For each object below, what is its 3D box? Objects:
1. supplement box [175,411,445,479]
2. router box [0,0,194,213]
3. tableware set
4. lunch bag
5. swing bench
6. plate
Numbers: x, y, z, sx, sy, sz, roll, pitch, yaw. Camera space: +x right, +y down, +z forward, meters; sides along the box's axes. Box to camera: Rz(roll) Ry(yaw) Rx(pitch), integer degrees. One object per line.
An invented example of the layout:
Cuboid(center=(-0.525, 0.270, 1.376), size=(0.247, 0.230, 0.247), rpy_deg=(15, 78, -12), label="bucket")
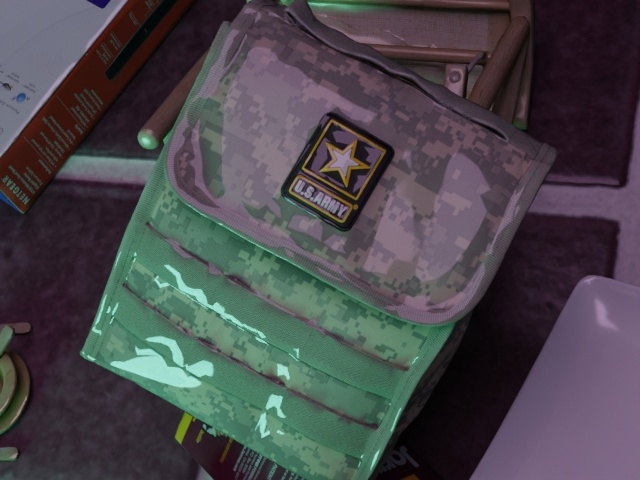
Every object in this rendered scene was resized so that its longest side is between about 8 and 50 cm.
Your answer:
Cuboid(center=(-0.005, 0.168, 1.218), size=(0.188, 0.104, 0.081), rpy_deg=(42, 125, 28), label="supplement box")
Cuboid(center=(-0.311, -0.231, 1.516), size=(0.335, 0.082, 0.301), rpy_deg=(31, 77, 26), label="router box")
Cuboid(center=(-0.341, 0.126, 1.383), size=(0.194, 0.039, 0.128), rpy_deg=(-6, 64, 14), label="tableware set")
Cuboid(center=(0.000, 0.000, 1.119), size=(0.235, 0.169, 0.287), rpy_deg=(29, 120, 7), label="lunch bag")
Cuboid(center=(0.027, -0.113, 1.317), size=(0.253, 0.165, 0.255), rpy_deg=(6, 53, 19), label="swing bench")
Cuboid(center=(0.256, 0.171, 1.154), size=(0.278, 0.045, 0.277), rpy_deg=(15, 58, 32), label="plate")
